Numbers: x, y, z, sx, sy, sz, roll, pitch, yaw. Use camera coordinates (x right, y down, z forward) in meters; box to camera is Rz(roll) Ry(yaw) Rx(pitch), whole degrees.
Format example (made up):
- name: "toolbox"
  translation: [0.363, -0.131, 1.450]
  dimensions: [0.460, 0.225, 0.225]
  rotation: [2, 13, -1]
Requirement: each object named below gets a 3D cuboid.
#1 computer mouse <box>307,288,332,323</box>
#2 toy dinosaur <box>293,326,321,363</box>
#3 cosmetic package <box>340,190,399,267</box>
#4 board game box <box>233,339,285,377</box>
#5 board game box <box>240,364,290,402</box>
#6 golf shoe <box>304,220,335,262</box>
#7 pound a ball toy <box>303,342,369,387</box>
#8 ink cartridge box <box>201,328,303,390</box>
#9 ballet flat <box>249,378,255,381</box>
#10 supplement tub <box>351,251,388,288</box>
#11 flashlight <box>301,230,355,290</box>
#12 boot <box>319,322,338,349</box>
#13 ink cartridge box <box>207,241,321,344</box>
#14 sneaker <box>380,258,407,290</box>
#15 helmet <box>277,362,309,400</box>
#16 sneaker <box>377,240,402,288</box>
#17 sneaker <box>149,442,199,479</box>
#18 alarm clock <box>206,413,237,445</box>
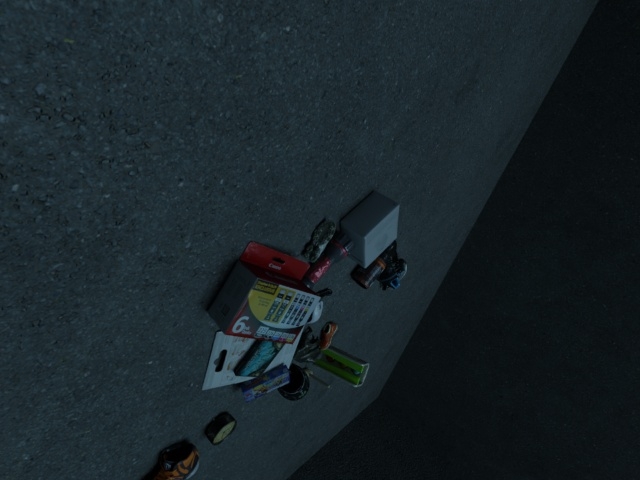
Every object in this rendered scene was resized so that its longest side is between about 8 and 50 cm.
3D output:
- name: "computer mouse"
  translation: [-0.010, 0.315, 1.841]
  dimensions: [0.106, 0.042, 0.192]
  rotation: [-15, 133, -51]
- name: "toy dinosaur"
  translation: [-0.081, 0.517, 1.909]
  dimensions: [0.160, 0.121, 0.313]
  rotation: [-30, 149, -18]
- name: "cosmetic package"
  translation: [0.209, -0.046, 1.686]
  dimensions: [0.224, 0.138, 0.224]
  rotation: [-41, 150, -23]
- name: "board game box"
  translation: [-0.230, 0.445, 1.525]
  dimensions: [0.126, 0.026, 0.186]
  rotation: [25, 106, -46]
- name: "board game box"
  translation: [-0.226, 0.598, 1.663]
  dimensions: [0.201, 0.035, 0.136]
  rotation: [-20, 145, -18]
- name: "golf shoe"
  translation: [0.000, 0.000, 1.520]
  dimensions: [0.176, 0.069, 0.086]
  rotation: [-55, 172, 7]
- name: "pound a ball toy"
  translation: [0.078, 0.687, 2.135]
  dimensions: [0.136, 0.319, 0.208]
  rotation: [24, 85, -62]
- name: "ink cartridge box"
  translation: [-0.262, 0.410, 1.558]
  dimensions: [0.385, 0.091, 0.308]
  rotation: [-2, 124, -36]
- name: "ballet flat"
  translation: [-0.232, 0.591, 1.796]
  dimensions: [0.250, 0.058, 0.084]
  rotation: [-13, 143, -55]
- name: "supplement tub"
  translation: [0.254, 0.139, 1.989]
  dimensions: [0.198, 0.106, 0.106]
  rotation: [-48, 151, -11]
- name: "flashlight"
  translation: [0.005, 0.101, 1.580]
  dimensions: [0.304, 0.103, 0.103]
  rotation: [-46, 124, -13]
- name: "boot"
  translation: [0.027, 0.500, 2.087]
  dimensions: [0.085, 0.059, 0.157]
  rotation: [25, 91, -58]
- name: "ink cartridge box"
  translation: [-0.160, 0.182, 1.314]
  dimensions: [0.310, 0.130, 0.271]
  rotation: [25, 98, -48]
- name: "sneaker"
  translation: [0.424, 0.216, 2.353]
  dimensions: [0.132, 0.086, 0.228]
  rotation: [-19, 136, -44]
- name: "helmet"
  translation: [-0.133, 0.672, 1.894]
  dimensions: [0.169, 0.169, 0.161]
  rotation: [-44, 158, -20]
- name: "sneaker"
  translation: [0.383, 0.123, 2.131]
  dimensions: [0.125, 0.140, 0.340]
  rotation: [-37, 145, -25]
- name: "sneaker"
  translation: [-0.603, 0.893, 1.503]
  dimensions: [0.321, 0.125, 0.180]
  rotation: [-40, 146, -46]
- name: "alarm clock"
  translation: [-0.425, 0.821, 1.730]
  dimensions: [0.129, 0.064, 0.192]
  rotation: [-39, 146, -27]
